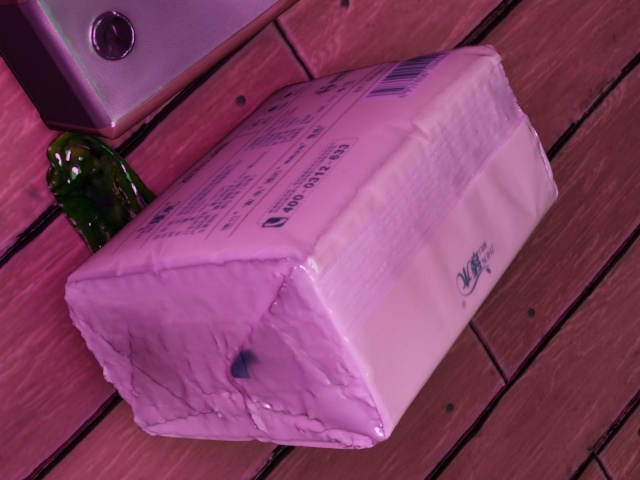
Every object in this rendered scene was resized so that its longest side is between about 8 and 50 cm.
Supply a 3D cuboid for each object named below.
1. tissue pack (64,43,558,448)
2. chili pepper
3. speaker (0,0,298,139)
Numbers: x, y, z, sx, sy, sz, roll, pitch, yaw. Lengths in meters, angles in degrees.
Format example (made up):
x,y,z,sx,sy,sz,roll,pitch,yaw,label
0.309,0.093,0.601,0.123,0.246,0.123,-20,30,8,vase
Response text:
x,y,z,sx,sy,sz,roll,pitch,yaw,label
0.000,0.000,1.103,0.380,0.297,0.207,-47,121,-42,tissue pack
-0.185,0.003,1.177,0.100,0.074,0.257,-38,112,-21,chili pepper
-0.167,-0.215,1.077,0.231,0.192,0.153,-41,119,-22,speaker
